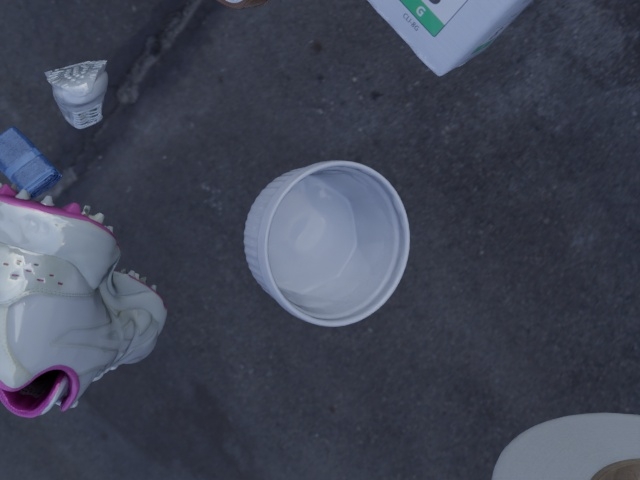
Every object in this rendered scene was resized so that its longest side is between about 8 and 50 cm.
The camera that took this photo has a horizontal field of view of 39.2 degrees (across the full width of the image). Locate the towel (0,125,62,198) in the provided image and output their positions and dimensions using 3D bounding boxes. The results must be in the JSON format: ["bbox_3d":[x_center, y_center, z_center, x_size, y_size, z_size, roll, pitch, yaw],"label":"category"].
[{"bbox_3d":[-0.465,-0.120,1.401,0.119,0.067,0.029,45,163,16],"label":"towel"}]

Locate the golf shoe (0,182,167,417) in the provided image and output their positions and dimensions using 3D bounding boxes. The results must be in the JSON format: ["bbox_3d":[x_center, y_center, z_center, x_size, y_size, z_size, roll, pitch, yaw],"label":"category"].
[{"bbox_3d":[-0.198,0.068,0.679,0.115,0.140,0.306,11,162,8],"label":"golf shoe"}]

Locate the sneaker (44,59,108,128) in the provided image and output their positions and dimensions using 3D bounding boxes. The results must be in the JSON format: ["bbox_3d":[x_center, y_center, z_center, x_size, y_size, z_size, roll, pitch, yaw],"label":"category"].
[{"bbox_3d":[-0.353,-0.214,1.334,0.235,0.090,0.094,-145,41,-69],"label":"sneaker"}]

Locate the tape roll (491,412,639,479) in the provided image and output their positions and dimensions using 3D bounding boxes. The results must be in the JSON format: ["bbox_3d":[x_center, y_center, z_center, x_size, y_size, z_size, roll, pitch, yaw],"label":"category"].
[{"bbox_3d":[0.342,0.292,0.832,0.392,0.392,0.072,20,115,26],"label":"tape roll"}]

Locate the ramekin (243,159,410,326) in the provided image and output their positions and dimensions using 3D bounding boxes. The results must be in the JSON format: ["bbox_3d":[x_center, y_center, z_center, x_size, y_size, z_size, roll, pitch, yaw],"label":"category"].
[{"bbox_3d":[0.000,0.000,1.150,0.109,0.207,0.207,12,125,62],"label":"ramekin"}]

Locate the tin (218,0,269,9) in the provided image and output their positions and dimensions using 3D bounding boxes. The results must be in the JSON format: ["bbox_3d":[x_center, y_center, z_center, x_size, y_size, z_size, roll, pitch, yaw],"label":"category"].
[{"bbox_3d":[-0.122,-0.340,1.048,0.190,0.040,0.106,36,129,31],"label":"tin"}]

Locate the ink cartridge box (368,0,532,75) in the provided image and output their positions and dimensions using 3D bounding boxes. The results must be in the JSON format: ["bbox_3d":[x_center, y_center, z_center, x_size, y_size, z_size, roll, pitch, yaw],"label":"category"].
[{"bbox_3d":[0.070,-0.214,0.408,0.181,0.056,0.224,49,136,4],"label":"ink cartridge box"}]
